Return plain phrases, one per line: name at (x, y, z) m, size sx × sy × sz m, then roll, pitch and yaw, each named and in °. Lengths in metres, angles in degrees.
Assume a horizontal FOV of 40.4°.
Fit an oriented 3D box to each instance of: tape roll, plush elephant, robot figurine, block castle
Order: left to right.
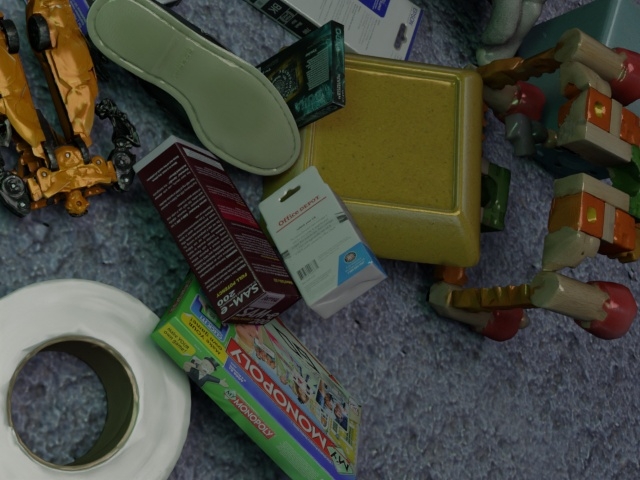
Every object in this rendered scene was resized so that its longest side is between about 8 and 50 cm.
robot figurine at (-0.346, -0.165, 1.080) m, size 0.211 × 0.085 × 0.291 m, roll -17°, pitch 90°, yaw -36°
tape roll at (-0.298, 0.190, 1.004) m, size 0.286 × 0.100 × 0.286 m, roll 10°, pitch 71°, yaw -31°
plush elephant at (0.285, -0.496, 1.514) m, size 0.255 × 0.330 × 0.272 m, roll 21°, pitch 72°, yaw -7°
block castle at (0.357, -0.075, 1.364) m, size 0.212 × 0.303 × 0.454 m, roll 18°, pitch 74°, yaw -33°

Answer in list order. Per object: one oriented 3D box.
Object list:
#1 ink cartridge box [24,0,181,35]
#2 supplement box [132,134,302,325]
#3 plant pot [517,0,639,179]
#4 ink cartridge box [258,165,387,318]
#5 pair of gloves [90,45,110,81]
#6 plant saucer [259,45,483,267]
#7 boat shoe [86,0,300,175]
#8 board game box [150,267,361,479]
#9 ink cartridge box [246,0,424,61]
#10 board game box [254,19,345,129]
ink cartridge box at (-0.323, -0.388, 1.189) m, size 0.208 × 0.045 × 0.206 m, roll -31°, pitch 92°, yaw -35°
supplement box at (-0.130, -0.010, 1.116) m, size 0.239 × 0.073 × 0.130 m, roll 57°, pitch 13°, yaw 17°
plant pot at (0.500, -0.249, 1.590) m, size 0.247 × 0.247 × 0.252 m, roll 28°, pitch 71°, yaw -24°
ink cartridge box at (0.000, 0.000, 1.168) m, size 0.060 × 0.104 × 0.180 m, roll 40°, pitch 18°, yaw -56°
pair of gloves at (-0.296, -0.261, 1.194) m, size 0.074 × 0.010 × 0.083 m, roll 52°, pitch 56°, yaw -10°
plant saucer at (0.089, -0.143, 1.293) m, size 0.332 × 0.081 × 0.333 m, roll 6°, pitch 71°, yaw -6°
boat shoe at (-0.168, -0.217, 1.182) m, size 0.340 × 0.113 × 0.127 m, roll 32°, pitch 102°, yaw -26°
board game box at (-0.068, 0.175, 1.125) m, size 0.317 × 0.046 × 0.213 m, roll 48°, pitch 17°, yaw -13°
ink cartridge box at (0.009, -0.394, 1.405) m, size 0.332 × 0.065 × 0.165 m, roll 31°, pitch 61°, yaw -21°
board game box at (-0.035, -0.220, 1.247) m, size 0.026 × 0.186 × 0.126 m, roll 12°, pitch 70°, yaw -39°
